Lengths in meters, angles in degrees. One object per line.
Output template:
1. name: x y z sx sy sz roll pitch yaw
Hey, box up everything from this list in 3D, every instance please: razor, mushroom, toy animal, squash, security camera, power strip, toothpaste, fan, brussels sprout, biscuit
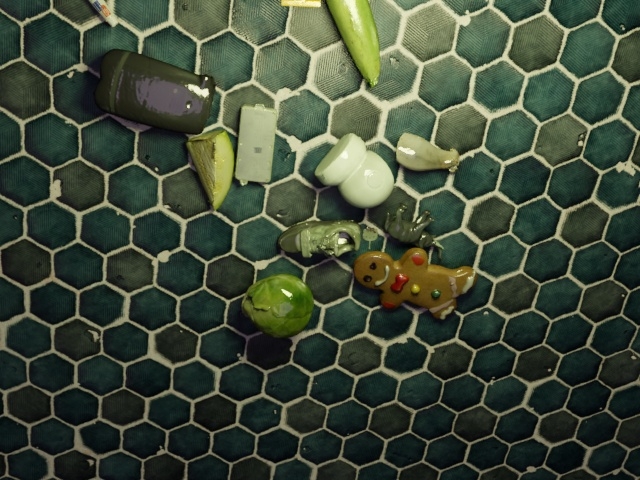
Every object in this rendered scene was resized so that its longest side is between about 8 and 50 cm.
1. razor: -0.501 -0.449 1.803 0.349 0.113 0.204 14 107 -9
2. mushroom: 0.351 -0.275 1.940 0.225 0.093 0.116 17 88 -5
3. toy animal: 0.340 -0.036 2.039 0.269 0.082 0.137 23 111 -16
4. squash: 0.111 -0.640 1.769 0.118 0.118 0.371 -24 111 5
5. security camera: 0.124 -0.205 1.897 0.236 0.194 0.194 40 104 -14
6. power strip: -0.209 -0.308 1.912 0.118 0.046 0.270 5 110 -8
7. toothpaste: -0.676 -0.725 1.731 0.052 0.033 0.218 -36 105 5
8. fan: 0.173 -0.008 2.077 0.056 0.004 0.083 2 112 -4
9. brussels sprout: -0.144 0.223 2.044 0.244 0.244 0.244 -1 111 -3
10. squash: -0.315 -0.224 1.905 0.169 0.093 0.252 2 119 44
11. biscuit: 0.316 0.154 2.082 0.432 0.064 0.283 19 124 -14

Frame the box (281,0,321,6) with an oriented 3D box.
1. box: -0.051 -0.819 1.733 0.129 0.033 0.247 0 111 -4

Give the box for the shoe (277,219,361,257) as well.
1. shoe: 0.000 0.003 1.993 0.292 0.149 0.109 -10 113 -1
